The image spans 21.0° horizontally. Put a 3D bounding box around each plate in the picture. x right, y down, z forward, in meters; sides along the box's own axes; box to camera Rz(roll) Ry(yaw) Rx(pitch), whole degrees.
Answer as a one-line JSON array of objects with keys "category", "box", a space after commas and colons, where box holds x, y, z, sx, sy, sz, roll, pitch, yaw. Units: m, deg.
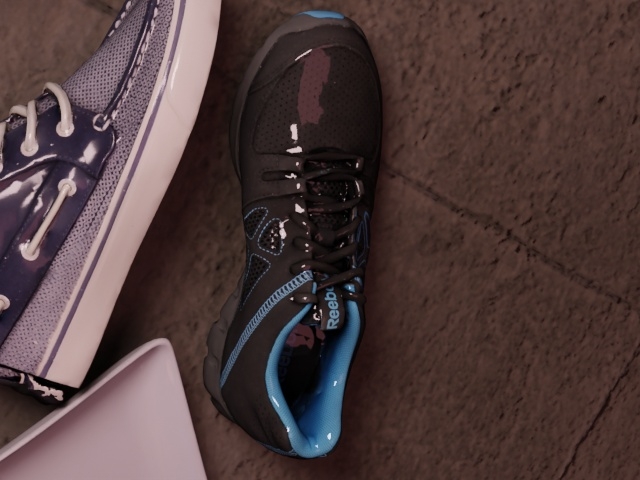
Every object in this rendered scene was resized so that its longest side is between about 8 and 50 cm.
[{"category": "plate", "box": [-0.199, 0.243, 1.301, 0.277, 0.045, 0.278, -37, 132, -31]}]

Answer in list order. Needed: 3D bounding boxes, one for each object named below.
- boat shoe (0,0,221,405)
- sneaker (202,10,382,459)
[{"category": "boat shoe", "box": [-0.194, -0.059, 1.200, 0.158, 0.127, 0.340, 19, 96, -21]}, {"category": "sneaker", "box": [0.000, 0.000, 1.305, 0.125, 0.140, 0.340, 0, 106, -24]}]
